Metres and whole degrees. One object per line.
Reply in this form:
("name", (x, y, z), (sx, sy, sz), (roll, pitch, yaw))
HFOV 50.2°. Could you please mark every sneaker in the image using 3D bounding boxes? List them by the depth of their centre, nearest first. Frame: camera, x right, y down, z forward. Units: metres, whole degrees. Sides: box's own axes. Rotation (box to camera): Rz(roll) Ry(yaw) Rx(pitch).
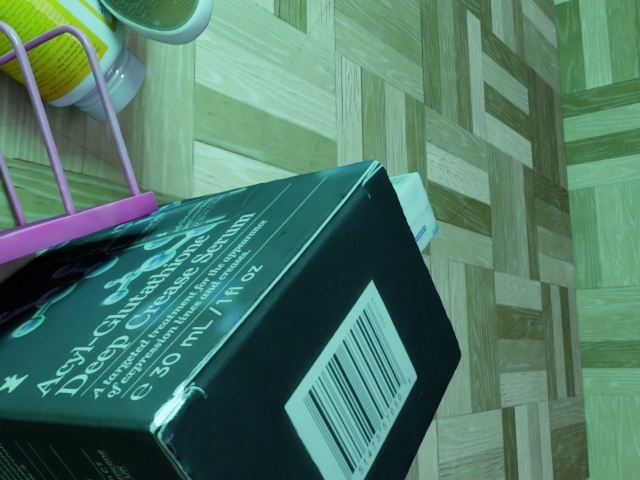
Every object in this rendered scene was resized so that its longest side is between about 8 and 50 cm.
("sneaker", (-0.182, -0.284, 0.729), (0.106, 0.290, 0.123), (-48, 149, 7))

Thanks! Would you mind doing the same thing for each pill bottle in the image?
("pill bottle", (-0.281, -0.215, 0.680), (0.215, 0.117, 0.117), (41, 53, -42))

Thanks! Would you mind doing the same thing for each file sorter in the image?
("file sorter", (-0.322, -0.057, 0.525), (0.291, 0.202, 0.182), (-27, 104, -52))

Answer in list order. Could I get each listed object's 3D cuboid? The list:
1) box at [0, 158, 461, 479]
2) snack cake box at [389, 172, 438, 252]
("box", (-0.131, 0.117, 0.585), (0.293, 0.396, 0.211), (-51, 123, -45))
("snack cake box", (0.000, 0.000, 0.896), (0.152, 0.265, 0.089), (-48, 121, -47))
